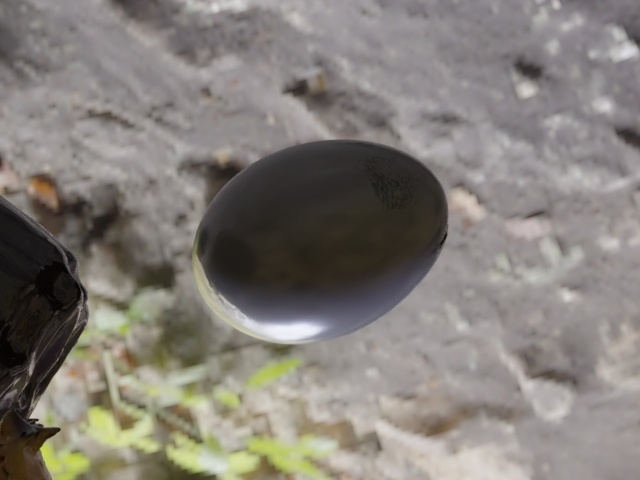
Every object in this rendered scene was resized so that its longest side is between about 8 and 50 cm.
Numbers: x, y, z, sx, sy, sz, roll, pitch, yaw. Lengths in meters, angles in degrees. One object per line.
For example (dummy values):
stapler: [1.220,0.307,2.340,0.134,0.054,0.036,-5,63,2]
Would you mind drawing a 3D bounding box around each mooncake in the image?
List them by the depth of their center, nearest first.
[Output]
mooncake: [-0.272,0.102,1.327,0.141,0.283,0.283,34,137,-1]

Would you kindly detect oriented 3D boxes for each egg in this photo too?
egg: [0.000,0.000,1.415,0.198,0.146,0.146,-16,150,9]

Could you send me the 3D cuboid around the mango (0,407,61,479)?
mango: [-0.144,0.140,0.705,0.126,0.154,0.252,-7,162,-13]
